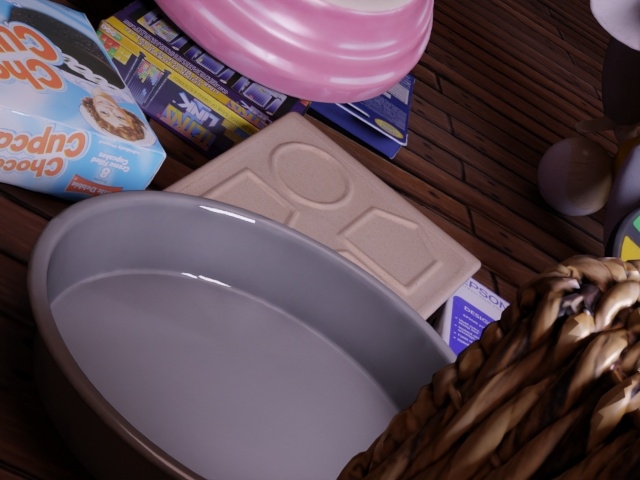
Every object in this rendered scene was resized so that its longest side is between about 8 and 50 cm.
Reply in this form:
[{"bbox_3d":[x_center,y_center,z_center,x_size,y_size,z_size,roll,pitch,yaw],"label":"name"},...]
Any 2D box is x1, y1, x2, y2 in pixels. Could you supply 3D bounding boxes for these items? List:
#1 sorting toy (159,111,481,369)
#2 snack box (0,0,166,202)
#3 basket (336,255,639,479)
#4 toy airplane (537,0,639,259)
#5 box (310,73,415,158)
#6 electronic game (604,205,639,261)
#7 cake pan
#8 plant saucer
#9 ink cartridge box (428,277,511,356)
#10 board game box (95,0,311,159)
[{"bbox_3d":[0.000,0.000,1.033,0.193,0.038,0.208,40,35,11],"label":"sorting toy"},{"bbox_3d":[-0.270,-0.126,0.908,0.322,0.060,0.187,15,30,-41],"label":"snack box"},{"bbox_3d":[0.104,0.182,0.504,0.213,0.299,0.223,6,36,-50],"label":"basket"},{"bbox_3d":[0.348,-0.112,1.487,0.386,0.272,0.384,20,56,-63],"label":"toy airplane"},{"bbox_3d":[0.027,-0.153,1.415,0.136,0.036,0.225,32,21,-7],"label":"box"},{"bbox_3d":[0.329,0.068,1.196,0.229,0.048,0.229,19,51,-25],"label":"electronic game"},{"bbox_3d":[-0.036,0.080,0.806,0.293,0.054,0.293,24,27,-13],"label":"cake pan"},{"bbox_3d":[-0.025,-0.279,1.248,0.332,0.084,0.332,20,51,-27],"label":"plant saucer"},{"bbox_3d":[0.164,0.128,1.034,0.206,0.045,0.208,34,24,-5],"label":"ink cartridge box"},{"bbox_3d":[-0.099,-0.130,1.176,0.170,0.048,0.141,35,24,-2],"label":"board game box"}]
